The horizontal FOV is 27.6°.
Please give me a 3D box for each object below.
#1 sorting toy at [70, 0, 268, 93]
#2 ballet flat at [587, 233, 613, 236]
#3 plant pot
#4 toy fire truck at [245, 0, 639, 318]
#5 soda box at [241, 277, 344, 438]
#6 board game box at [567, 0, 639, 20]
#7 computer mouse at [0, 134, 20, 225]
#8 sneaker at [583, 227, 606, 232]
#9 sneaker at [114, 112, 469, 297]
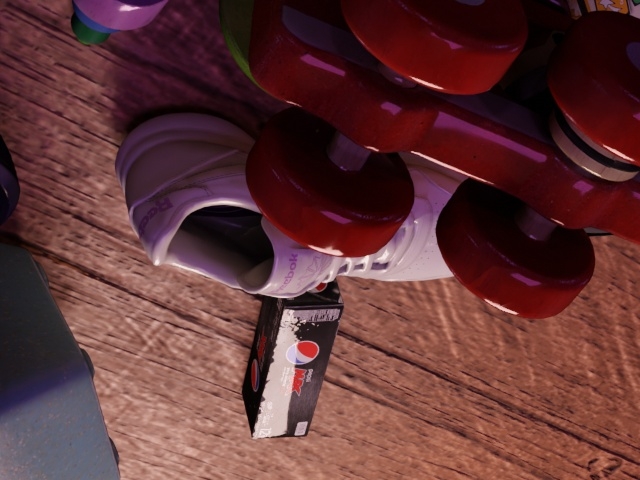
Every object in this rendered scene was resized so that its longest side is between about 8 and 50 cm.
[{"bbox_3d":[-0.008,-0.125,0.917,0.366,0.127,0.126,12,157,-23],"label":"sorting toy"},{"bbox_3d":[0.222,-0.027,1.087,0.250,0.058,0.084,-1,132,-17],"label":"ballet flat"},{"bbox_3d":[-0.294,0.138,0.961,0.252,0.247,0.247,-22,136,-16],"label":"plant pot"},{"bbox_3d":[0.095,-0.111,0.801,0.302,0.253,0.169,19,131,-16],"label":"toy fire truck"},{"bbox_3d":[-0.026,0.095,1.122,0.053,0.060,0.168,1,132,-17],"label":"soda box"},{"bbox_3d":[0.270,-0.151,0.916,0.194,0.045,0.146,-16,108,21],"label":"board game box"},{"bbox_3d":[-0.280,-0.088,0.839,0.189,0.072,0.272,-14,150,3],"label":"computer mouse"},{"bbox_3d":[0.296,-0.096,1.012,0.270,0.090,0.145,-11,145,-15],"label":"sneaker"},{"bbox_3d":[0.000,0.000,0.965,0.305,0.152,0.114,8,124,-18],"label":"sneaker"}]
